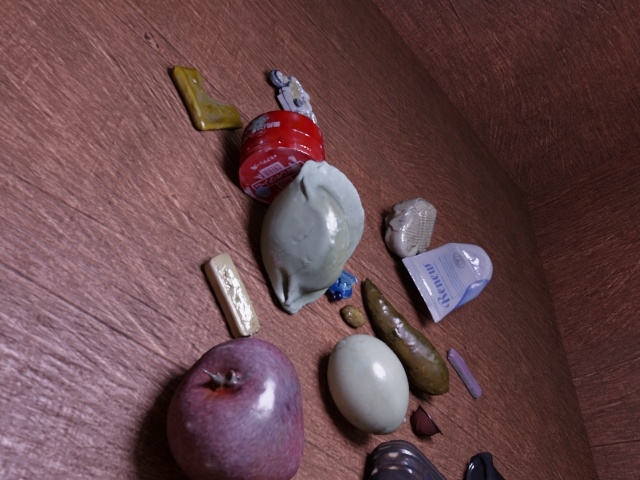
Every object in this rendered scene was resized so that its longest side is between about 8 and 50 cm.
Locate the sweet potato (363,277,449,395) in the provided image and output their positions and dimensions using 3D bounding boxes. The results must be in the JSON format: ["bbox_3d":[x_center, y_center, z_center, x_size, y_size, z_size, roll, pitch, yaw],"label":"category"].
[{"bbox_3d":[0.248,0.298,1.640,0.423,0.130,0.130,52,32,-1],"label":"sweet potato"}]

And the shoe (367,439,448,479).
[{"bbox_3d":[0.240,0.673,1.283,0.384,0.171,0.237,55,25,-10],"label":"shoe"}]

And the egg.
[{"bbox_3d":[0.116,0.347,1.335,0.253,0.186,0.186,62,31,2],"label":"egg"}]

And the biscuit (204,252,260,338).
[{"bbox_3d":[-0.191,0.121,1.188,0.056,0.052,0.188,-20,83,-42],"label":"biscuit"}]

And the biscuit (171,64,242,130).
[{"bbox_3d":[-0.290,-0.363,1.419,0.174,0.039,0.183,-29,93,-58],"label":"biscuit"}]

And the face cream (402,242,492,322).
[{"bbox_3d":[0.467,0.121,1.963,0.420,0.137,0.235,-18,78,-42],"label":"face cream"}]

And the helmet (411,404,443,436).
[{"bbox_3d":[0.296,0.531,1.584,0.111,0.057,0.089,55,-10,-21],"label":"helmet"}]

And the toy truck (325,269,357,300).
[{"bbox_3d":[0.032,0.107,1.523,0.136,0.074,0.063,29,18,26],"label":"toy truck"}]

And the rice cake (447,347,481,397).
[{"bbox_3d":[0.509,0.470,1.964,0.207,0.036,0.047,56,22,-10],"label":"rice cake"}]

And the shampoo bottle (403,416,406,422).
[{"bbox_3d":[0.161,0.397,1.482,0.057,0.063,0.208,-22,86,-47],"label":"shampoo bottle"}]

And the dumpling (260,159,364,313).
[{"bbox_3d":[-0.014,0.009,1.339,0.270,0.321,0.212,28,29,-20],"label":"dumpling"}]

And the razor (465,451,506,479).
[{"bbox_3d":[0.559,0.823,1.695,0.349,0.113,0.204,49,33,-19],"label":"razor"}]

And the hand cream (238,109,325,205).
[{"bbox_3d":[-0.096,-0.207,1.412,0.230,0.230,0.149,36,40,-36],"label":"hand cream"}]

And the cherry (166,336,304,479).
[{"bbox_3d":[-0.135,0.314,0.972,0.307,0.221,0.261,60,37,-30],"label":"cherry"}]

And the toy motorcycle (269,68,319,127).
[{"bbox_3d":[-0.079,-0.445,1.762,0.229,0.074,0.151,58,28,-2],"label":"toy motorcycle"}]

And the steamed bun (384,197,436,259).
[{"bbox_3d":[0.295,-0.046,1.946,0.211,0.144,0.218,2,96,-48],"label":"steamed bun"}]

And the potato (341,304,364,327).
[{"bbox_3d":[0.091,0.211,1.542,0.083,0.040,0.051,42,49,-28],"label":"potato"}]
